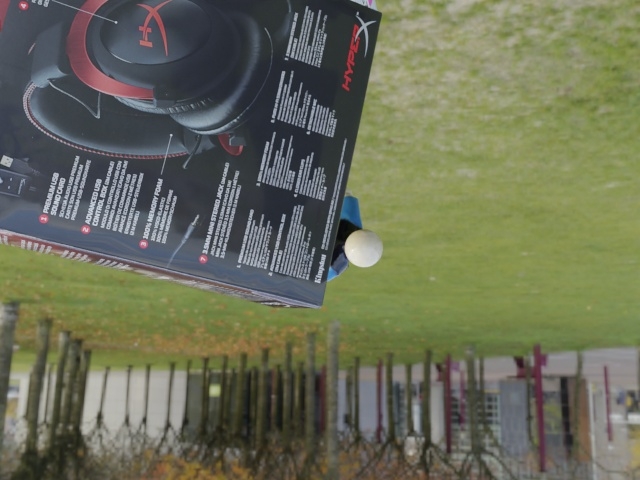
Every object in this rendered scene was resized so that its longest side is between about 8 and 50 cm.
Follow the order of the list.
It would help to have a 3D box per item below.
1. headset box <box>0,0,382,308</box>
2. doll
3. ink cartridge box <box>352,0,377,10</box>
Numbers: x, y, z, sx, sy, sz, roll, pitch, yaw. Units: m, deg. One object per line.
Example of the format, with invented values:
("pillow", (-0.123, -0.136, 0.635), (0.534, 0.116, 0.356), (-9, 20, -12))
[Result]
("headset box", (-0.127, -0.090, 0.506), (0.294, 0.217, 0.110), (15, 170, -20))
("doll", (0.000, 0.000, 0.795), (0.046, 0.129, 0.189), (39, 163, -27))
("ink cartridge box", (0.008, -0.369, 1.068), (0.060, 0.238, 0.275), (-2, 139, 19))
